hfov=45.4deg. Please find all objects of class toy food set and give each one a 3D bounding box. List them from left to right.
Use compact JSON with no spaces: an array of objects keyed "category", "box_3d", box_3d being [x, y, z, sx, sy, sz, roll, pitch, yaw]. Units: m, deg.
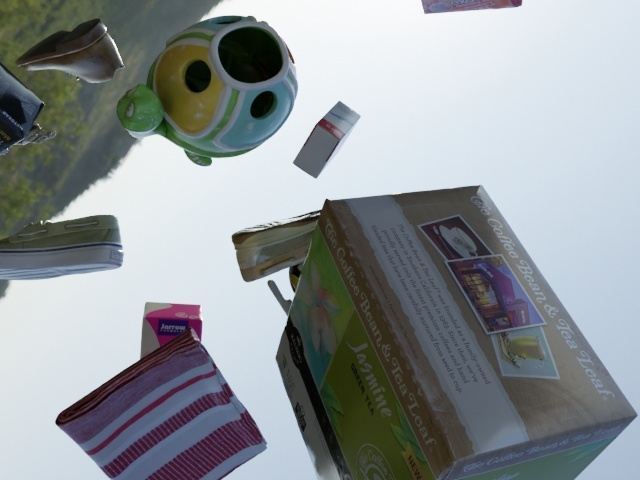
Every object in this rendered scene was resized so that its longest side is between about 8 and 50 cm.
[{"category":"toy food set","box_3d":[-0.001,0.062,1.403,0.039,0.132,0.192,0,-140,52]}]

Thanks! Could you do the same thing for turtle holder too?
[{"category":"turtle holder","box_3d":[-0.189,-0.276,1.313,0.227,0.321,0.243,155,-64,-61]}]

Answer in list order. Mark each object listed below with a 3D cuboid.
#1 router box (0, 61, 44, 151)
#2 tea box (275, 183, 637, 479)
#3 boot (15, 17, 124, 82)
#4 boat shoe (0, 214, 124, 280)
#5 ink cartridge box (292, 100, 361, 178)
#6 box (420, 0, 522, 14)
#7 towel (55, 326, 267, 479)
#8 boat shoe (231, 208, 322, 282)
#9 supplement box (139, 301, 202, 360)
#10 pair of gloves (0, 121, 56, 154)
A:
[{"category":"router box","box_3d":[-0.554,-0.211,0.969,0.243,0.309,0.081,-22,-142,28]},{"category":"tea box","box_3d":[0.119,0.163,0.887,0.323,0.220,0.329,108,-34,-44]},{"category":"boot","box_3d":[-0.525,-0.371,1.590,0.305,0.115,0.112,4,-130,41]},{"category":"boat shoe","box_3d":[-0.487,0.013,1.354,0.109,0.303,0.094,58,29,-73]},{"category":"ink cartridge box","box_3d":[0.018,-0.247,1.855,0.127,0.072,0.175,-56,179,35]},{"category":"box","box_3d":[0.221,-0.504,1.126,0.142,0.154,0.299,37,55,-72]},{"category":"towel","box_3d":[-0.235,0.310,1.224,0.237,0.329,0.037,-33,-138,-11]},{"category":"boat shoe","box_3d":[0.000,0.000,1.339,0.303,0.098,0.109,-14,-172,-13]},{"category":"supplement box","box_3d":[-0.284,0.235,1.442,0.114,0.111,0.219,-133,-132,-76]},{"category":"pair of gloves","box_3d":[-0.616,-0.163,1.348,0.204,0.042,0.240,5,-152,31]}]
